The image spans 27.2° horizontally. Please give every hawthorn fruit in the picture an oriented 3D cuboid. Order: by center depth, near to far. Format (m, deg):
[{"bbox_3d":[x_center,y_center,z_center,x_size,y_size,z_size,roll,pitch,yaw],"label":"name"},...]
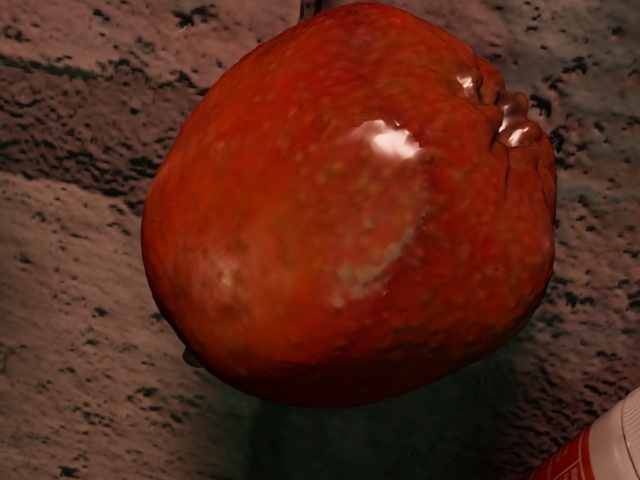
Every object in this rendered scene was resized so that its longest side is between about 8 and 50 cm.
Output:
[{"bbox_3d":[0.000,0.000,0.696,0.253,0.205,0.205,-37,111,26],"label":"hawthorn fruit"}]

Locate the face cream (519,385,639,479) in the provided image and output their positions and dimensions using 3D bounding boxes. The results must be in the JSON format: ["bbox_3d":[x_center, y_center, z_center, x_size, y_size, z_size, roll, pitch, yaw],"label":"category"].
[{"bbox_3d":[0.205,0.207,0.795,0.201,0.201,0.187,38,115,-16],"label":"face cream"}]
